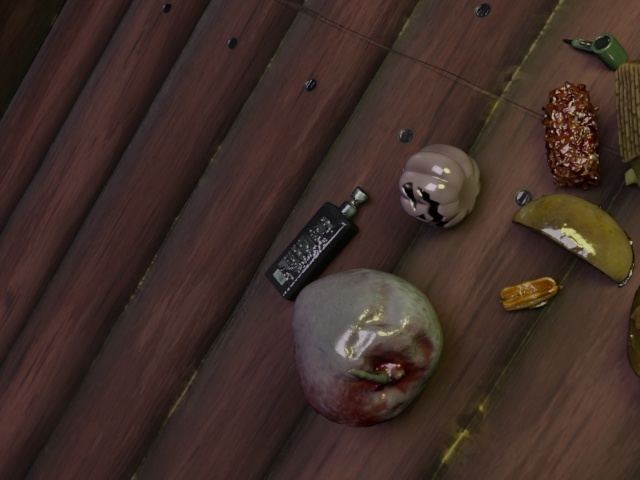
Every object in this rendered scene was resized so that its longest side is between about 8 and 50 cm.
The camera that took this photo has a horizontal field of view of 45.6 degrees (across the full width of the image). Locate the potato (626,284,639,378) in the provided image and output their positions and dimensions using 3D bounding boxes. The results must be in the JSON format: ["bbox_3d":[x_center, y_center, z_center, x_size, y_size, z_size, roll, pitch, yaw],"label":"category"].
[{"bbox_3d":[0.618,0.119,1.245,0.300,0.196,0.246,-24,50,45],"label":"potato"}]

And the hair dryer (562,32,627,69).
[{"bbox_3d":[0.553,-0.396,1.563,0.047,0.071,0.150,-57,38,2],"label":"hair dryer"}]

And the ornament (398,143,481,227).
[{"bbox_3d":[0.246,-0.117,1.609,0.178,0.177,0.177,-10,72,31],"label":"ornament"}]

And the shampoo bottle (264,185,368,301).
[{"bbox_3d":[0.001,0.000,1.794,0.309,0.071,0.098,-50,55,12],"label":"shampoo bottle"}]

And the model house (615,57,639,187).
[{"bbox_3d":[0.670,-0.244,1.316,0.321,0.266,0.261,-6,77,31],"label":"model house"}]

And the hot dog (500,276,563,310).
[{"bbox_3d":[0.419,0.109,1.517,0.133,0.041,0.056,-20,66,35],"label":"hot dog"}]

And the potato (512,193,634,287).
[{"bbox_3d":[0.490,-0.031,1.468,0.261,0.100,0.120,35,97,34],"label":"potato"}]

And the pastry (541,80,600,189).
[{"bbox_3d":[0.502,-0.207,1.512,0.115,0.097,0.208,-11,72,24],"label":"pastry"}]

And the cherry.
[{"bbox_3d":[0.089,0.198,1.552,0.326,0.292,0.334,-45,41,35],"label":"cherry"}]
